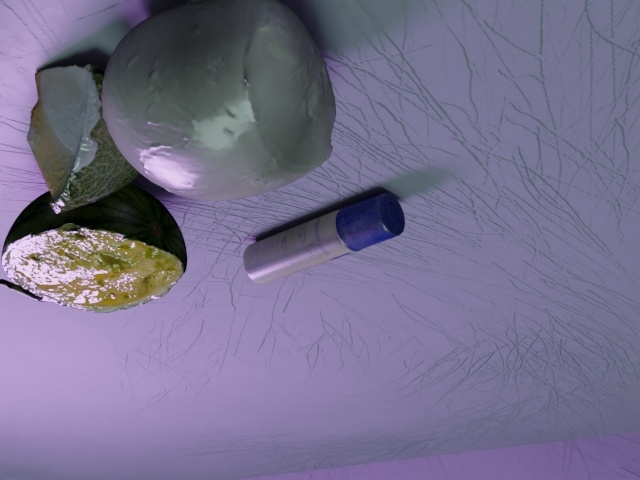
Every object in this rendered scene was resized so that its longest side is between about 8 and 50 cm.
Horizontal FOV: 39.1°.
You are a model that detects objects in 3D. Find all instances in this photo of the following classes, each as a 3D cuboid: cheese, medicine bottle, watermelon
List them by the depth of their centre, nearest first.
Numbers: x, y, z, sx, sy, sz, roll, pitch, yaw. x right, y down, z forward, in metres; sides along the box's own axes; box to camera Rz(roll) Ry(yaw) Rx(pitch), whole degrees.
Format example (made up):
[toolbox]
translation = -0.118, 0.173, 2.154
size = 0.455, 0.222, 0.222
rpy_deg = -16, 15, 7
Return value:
[cheese]
translation = -0.090, -0.117, 0.787
size = 0.189, 0.154, 0.198
rpy_deg = -1, 156, 15
[watermelon]
translation = -0.265, -0.002, 1.060
size = 0.204, 0.127, 0.232
rpy_deg = 17, 149, -33
[medicine bottle]
translation = 0.000, 0.000, 1.152
size = 0.231, 0.059, 0.059
rpy_deg = -20, 149, 37

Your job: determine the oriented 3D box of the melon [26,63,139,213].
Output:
[melon]
translation = -0.236, -0.090, 0.902
size = 0.093, 0.139, 0.202
rpy_deg = 18, 162, 15
